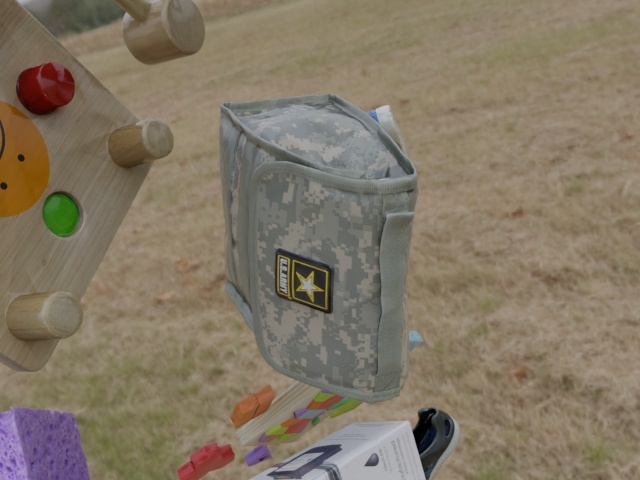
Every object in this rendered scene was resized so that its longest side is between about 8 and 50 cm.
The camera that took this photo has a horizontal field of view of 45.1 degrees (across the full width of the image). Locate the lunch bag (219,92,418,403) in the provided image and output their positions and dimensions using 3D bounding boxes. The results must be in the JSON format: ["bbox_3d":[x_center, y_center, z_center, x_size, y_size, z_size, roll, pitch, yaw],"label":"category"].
[{"bbox_3d":[0.000,0.000,0.792,0.169,0.235,0.287,-10,27,-21],"label":"lunch bag"}]

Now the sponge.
[{"bbox_3d":[-0.208,0.239,0.613,0.031,0.210,0.117,-19,-15,1],"label":"sponge"}]

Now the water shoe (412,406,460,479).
[{"bbox_3d":[0.125,0.337,1.136,0.073,0.080,0.203,19,74,51],"label":"water shoe"}]

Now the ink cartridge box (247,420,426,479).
[{"bbox_3d":[0.013,0.315,0.822,0.100,0.171,0.237,-16,0,44],"label":"ink cartridge box"}]

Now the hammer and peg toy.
[{"bbox_3d":[-0.252,-0.111,0.629,0.127,0.266,0.361,-9,50,37],"label":"hammer and peg toy"}]

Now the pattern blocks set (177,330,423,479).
[{"bbox_3d":[-0.018,0.224,1.042,0.285,0.026,0.325,1,-41,-49],"label":"pattern blocks set"}]

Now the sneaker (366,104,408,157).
[{"bbox_3d":[0.064,-0.108,0.966,0.085,0.058,0.152,-17,-24,11],"label":"sneaker"}]
